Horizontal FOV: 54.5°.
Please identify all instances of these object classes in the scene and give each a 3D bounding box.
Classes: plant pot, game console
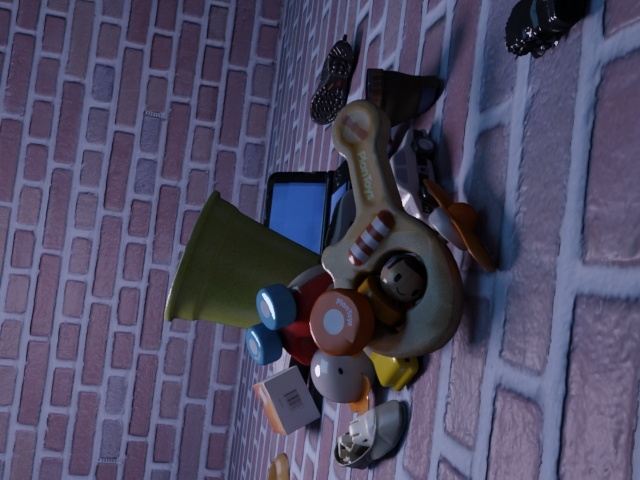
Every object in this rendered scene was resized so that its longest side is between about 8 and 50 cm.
[{"bbox_3d":[-0.123,0.708,1.709,0.236,0.032,0.236,-173,90,-79],"label":"plant pot"},{"bbox_3d":[-0.141,0.073,1.242,0.276,0.254,0.276,-159,90,-85],"label":"plant pot"},{"bbox_3d":[-0.031,-0.036,1.395,0.250,0.173,0.293,143,133,-74],"label":"game console"}]

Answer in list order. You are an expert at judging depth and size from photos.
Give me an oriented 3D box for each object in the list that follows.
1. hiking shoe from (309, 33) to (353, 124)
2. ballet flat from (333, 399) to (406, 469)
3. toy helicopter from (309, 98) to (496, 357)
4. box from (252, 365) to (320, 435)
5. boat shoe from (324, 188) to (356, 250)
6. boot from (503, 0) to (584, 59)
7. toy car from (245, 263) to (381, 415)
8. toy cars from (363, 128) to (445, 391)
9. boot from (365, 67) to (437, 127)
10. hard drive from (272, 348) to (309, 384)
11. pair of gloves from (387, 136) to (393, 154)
[{"bbox_3d":[0.036,-0.399,1.569,0.114,0.086,0.227,-76,8,-52],"label":"hiking shoe"},{"bbox_3d":[0.068,0.309,0.971,0.213,0.068,0.072,113,160,-51],"label":"ballet flat"},{"bbox_3d":[0.094,-0.029,0.799,0.235,0.140,0.355,-25,68,35],"label":"toy helicopter"},{"bbox_3d":[-0.083,0.377,1.463,0.130,0.091,0.170,63,161,8],"label":"box"},{"bbox_3d":[0.048,0.007,1.242,0.070,0.077,0.219,162,123,-72],"label":"boat shoe"},{"bbox_3d":[0.229,-0.252,0.632,0.099,0.045,0.121,167,110,-81],"label":"boot"},{"bbox_3d":[0.030,0.182,1.052,0.238,0.219,0.210,54,143,29],"label":"toy car"},{"bbox_3d":[0.105,0.022,0.929,0.176,0.087,0.394,-158,76,-77],"label":"toy cars"},{"bbox_3d":[0.125,-0.204,1.009,0.219,0.106,0.082,78,-167,-76],"label":"boot"},{"bbox_3d":[-0.066,0.239,1.656,0.237,0.064,0.339,-118,38,-69],"label":"hard drive"},{"bbox_3d":[0.108,-0.157,1.182,0.198,0.023,0.159,-96,16,-50],"label":"pair of gloves"}]
